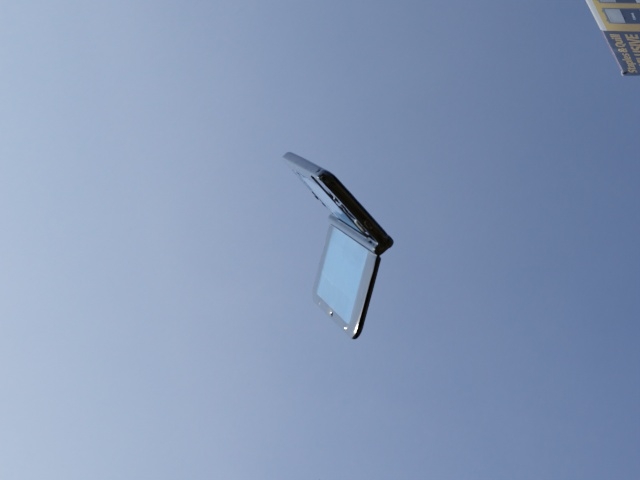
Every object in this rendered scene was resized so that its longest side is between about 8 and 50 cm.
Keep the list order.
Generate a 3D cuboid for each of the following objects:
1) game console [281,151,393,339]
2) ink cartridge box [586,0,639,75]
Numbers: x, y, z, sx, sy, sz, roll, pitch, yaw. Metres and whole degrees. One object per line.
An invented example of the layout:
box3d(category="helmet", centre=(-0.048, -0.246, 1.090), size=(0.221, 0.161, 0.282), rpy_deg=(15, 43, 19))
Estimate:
box3d(category="game console", centre=(0.000, 0.000, 0.799), size=(0.071, 0.122, 0.107), rpy_deg=(-45, -70, -3))
box3d(category="ink cartridge box", centre=(0.284, -0.253, 0.870), size=(0.272, 0.309, 0.130), rpy_deg=(4, -106, 30))
